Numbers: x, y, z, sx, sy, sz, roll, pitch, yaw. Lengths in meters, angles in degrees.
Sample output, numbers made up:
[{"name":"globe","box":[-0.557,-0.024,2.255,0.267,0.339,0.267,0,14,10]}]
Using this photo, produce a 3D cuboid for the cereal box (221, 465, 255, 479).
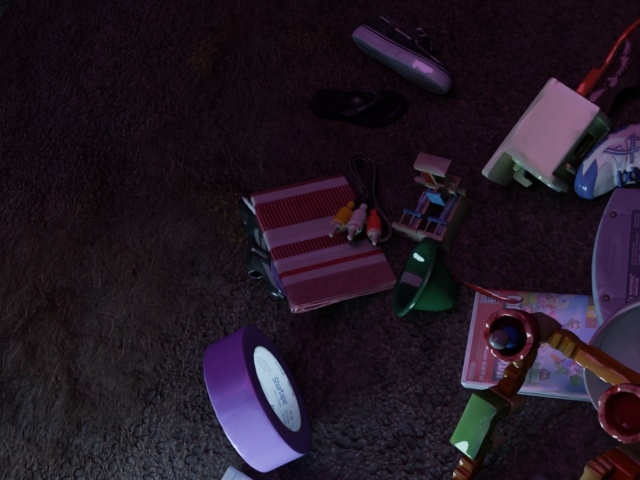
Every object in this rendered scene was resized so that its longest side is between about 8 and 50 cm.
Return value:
[{"name":"cereal box","box":[-0.130,0.577,1.666,0.240,0.047,0.173,24,76,34]}]

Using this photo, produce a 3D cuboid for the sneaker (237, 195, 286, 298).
[{"name":"sneaker","box":[-0.138,0.015,1.941,0.124,0.107,0.283,-43,54,6]}]

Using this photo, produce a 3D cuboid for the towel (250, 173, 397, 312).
[{"name":"towel","box":[0.000,0.000,1.860,0.237,0.037,0.329,-13,54,-15]}]

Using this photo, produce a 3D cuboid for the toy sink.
[{"name":"toy sink","box":[0.461,-0.182,1.704,0.131,0.153,0.234,42,105,26]}]

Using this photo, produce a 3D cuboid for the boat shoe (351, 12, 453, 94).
[{"name":"boat shoe","box":[0.208,-0.462,2.017,0.119,0.121,0.335,-48,52,1]}]

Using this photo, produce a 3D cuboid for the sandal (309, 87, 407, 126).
[{"name":"sandal","box":[0.083,-0.328,2.045,0.255,0.054,0.097,6,67,28]}]

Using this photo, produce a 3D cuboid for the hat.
[{"name":"hat","box":[0.269,0.112,1.732,0.208,0.184,0.173,-94,30,-69]}]

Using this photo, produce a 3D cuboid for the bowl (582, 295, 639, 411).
[{"name":"bowl","box":[0.599,0.193,1.428,0.298,0.297,0.134,-8,22,22]}]

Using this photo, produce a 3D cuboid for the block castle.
[{"name":"block castle","box":[0.330,0.363,1.355,0.303,0.213,0.453,34,111,34]}]

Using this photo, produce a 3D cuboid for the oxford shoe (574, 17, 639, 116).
[{"name":"oxford shoe","box":[0.645,-0.363,1.787,0.098,0.097,0.271,39,91,18]}]

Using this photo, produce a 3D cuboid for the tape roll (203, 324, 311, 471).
[{"name":"tape roll","box":[-0.121,0.308,1.666,0.090,0.275,0.274,-28,55,10]}]

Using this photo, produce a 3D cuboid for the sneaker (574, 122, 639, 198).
[{"name":"sneaker","box":[0.642,-0.165,1.658,0.296,0.112,0.131,-37,55,4]}]

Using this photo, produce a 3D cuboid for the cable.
[{"name":"cable","box":[0.106,-0.092,1.871,0.139,0.072,0.287,13,52,0]}]

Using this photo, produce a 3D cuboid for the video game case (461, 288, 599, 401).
[{"name":"video game case","box":[0.424,0.196,1.620,0.285,0.025,0.204,2,65,26]}]

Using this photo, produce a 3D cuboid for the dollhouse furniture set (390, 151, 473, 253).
[{"name":"dollhouse furniture set","box":[0.216,-0.083,1.771,0.129,0.183,0.129,19,74,32]}]

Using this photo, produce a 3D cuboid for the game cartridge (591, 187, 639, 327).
[{"name":"game cartridge","box":[0.609,0.044,1.576,0.196,0.060,0.294,8,67,13]}]
